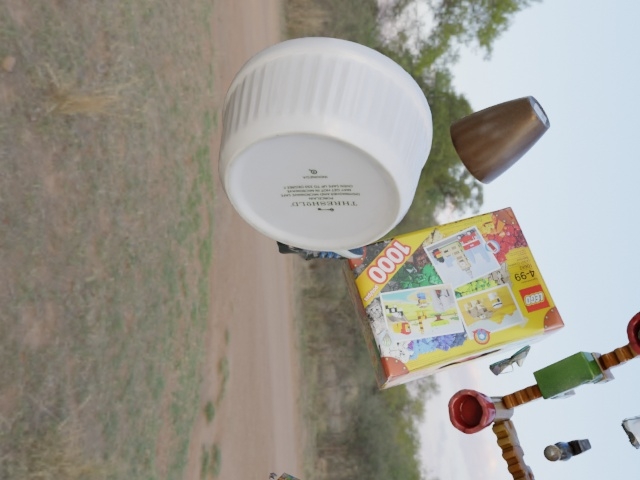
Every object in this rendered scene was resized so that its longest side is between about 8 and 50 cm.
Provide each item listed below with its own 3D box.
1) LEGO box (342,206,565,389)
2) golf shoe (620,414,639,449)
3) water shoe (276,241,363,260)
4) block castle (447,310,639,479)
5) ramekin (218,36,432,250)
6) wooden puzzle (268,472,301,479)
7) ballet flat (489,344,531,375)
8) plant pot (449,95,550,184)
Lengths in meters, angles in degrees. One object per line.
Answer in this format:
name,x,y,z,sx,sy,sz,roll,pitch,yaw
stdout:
LEGO box,0.351,0.160,1.744,0.193,0.501,0.372,96,-23,-68
golf shoe,0.845,0.476,1.596,0.198,0.094,0.077,-2,60,-50
water shoe,0.000,0.000,1.140,0.203,0.080,0.072,15,58,-50
block castle,0.469,0.341,1.081,0.213,0.453,0.302,14,51,-46
ramekin,-0.001,-0.099,0.761,0.272,0.273,0.127,85,12,-52
wooden puzzle,-0.049,0.419,1.068,0.049,0.083,0.006,18,92,-76
ballet flat,0.468,0.296,1.510,0.041,0.114,0.041,61,2,-3
plant pot,0.532,-0.310,1.792,0.215,0.230,0.215,31,44,-35
